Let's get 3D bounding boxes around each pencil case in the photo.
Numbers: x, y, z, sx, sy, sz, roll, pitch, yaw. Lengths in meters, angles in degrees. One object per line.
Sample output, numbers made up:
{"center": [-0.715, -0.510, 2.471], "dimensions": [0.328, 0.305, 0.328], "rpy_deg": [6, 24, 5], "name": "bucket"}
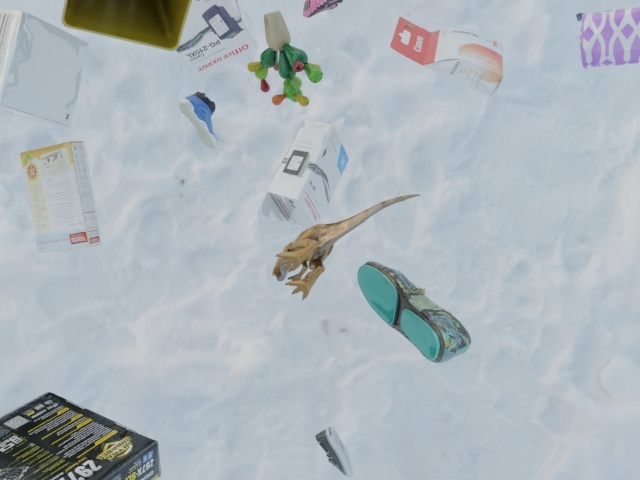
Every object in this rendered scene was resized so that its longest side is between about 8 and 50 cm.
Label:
{"center": [0.472, -0.290, 0.988], "dimensions": [0.206, 0.088, 0.086], "rpy_deg": [3, 77, 26], "name": "pencil case"}

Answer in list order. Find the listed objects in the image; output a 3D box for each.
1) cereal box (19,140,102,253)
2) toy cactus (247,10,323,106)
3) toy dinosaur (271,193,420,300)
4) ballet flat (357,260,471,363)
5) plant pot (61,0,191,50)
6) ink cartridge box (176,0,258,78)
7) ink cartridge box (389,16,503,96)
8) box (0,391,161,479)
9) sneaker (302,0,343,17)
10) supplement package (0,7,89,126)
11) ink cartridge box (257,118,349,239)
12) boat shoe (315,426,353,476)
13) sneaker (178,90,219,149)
{"center": [-0.596, -0.096, 1.585], "dimensions": [0.047, 0.173, 0.240], "rpy_deg": [-19, 102, -61], "name": "cereal box"}
{"center": [-0.083, -0.358, 1.375], "dimensions": [0.112, 0.219, 0.180], "rpy_deg": [-24, 116, -19], "name": "toy cactus"}
{"center": [0.000, 0.000, 0.782], "dimensions": [0.064, 0.211, 0.112], "rpy_deg": [48, 42, -18], "name": "toy dinosaur"}
{"center": [0.114, 0.084, 0.841], "dimensions": [0.070, 0.070, 0.188], "rpy_deg": [-18, 38, -19], "name": "ballet flat"}
{"center": [-0.352, -0.509, 1.276], "dimensions": [0.212, 0.212, 0.187], "rpy_deg": [6, 42, -27], "name": "plant pot"}
{"center": [-0.270, -0.507, 1.565], "dimensions": [0.172, 0.237, 0.100], "rpy_deg": [-23, 53, 12], "name": "ink cartridge box"}
{"center": [0.208, -0.314, 1.114], "dimensions": [0.179, 0.045, 0.145], "rpy_deg": [26, 39, -6], "name": "ink cartridge box"}
{"center": [-0.441, 0.359, 1.013], "dimensions": [0.257, 0.079, 0.322], "rpy_deg": [15, 24, 27], "name": "box"}
{"center": [0.006, -0.493, 1.446], "dimensions": [0.057, 0.119, 0.047], "rpy_deg": [10, 80, -30], "name": "sneaker"}
{"center": [-0.688, -0.382, 1.510], "dimensions": [0.262, 0.199, 0.198], "rpy_deg": [14, 91, 23], "name": "supplement package"}
{"center": [-0.024, -0.091, 1.120], "dimensions": [0.060, 0.104, 0.180], "rpy_deg": [16, 70, 24], "name": "ink cartridge box"}
{"center": [0.030, 0.438, 1.426], "dimensions": [0.040, 0.049, 0.142], "rpy_deg": [-20, 120, 7], "name": "boat shoe"}
{"center": [-0.292, -0.316, 1.801], "dimensions": [0.084, 0.058, 0.152], "rpy_deg": [-41, 99, -29], "name": "sneaker"}
